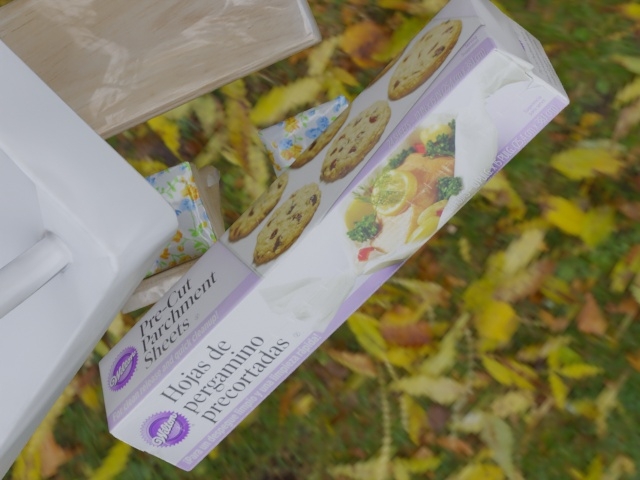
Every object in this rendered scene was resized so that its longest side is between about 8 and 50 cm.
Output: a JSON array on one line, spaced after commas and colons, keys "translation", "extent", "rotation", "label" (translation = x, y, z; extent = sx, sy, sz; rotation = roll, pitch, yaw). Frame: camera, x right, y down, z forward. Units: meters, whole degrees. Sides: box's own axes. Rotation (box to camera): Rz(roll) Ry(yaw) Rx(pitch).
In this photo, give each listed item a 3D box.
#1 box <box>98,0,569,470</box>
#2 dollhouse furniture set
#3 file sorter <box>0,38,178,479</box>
[{"translation": [0.000, 0.000, 1.012], "extent": [0.063, 0.067, 0.324], "rotation": [31, 116, -31], "label": "box"}, {"translation": [-0.203, -0.113, 1.269], "extent": [0.394, 0.256, 0.362], "rotation": [-23, 92, 19], "label": "dollhouse furniture set"}, {"translation": [-0.209, -0.008, 0.342], "extent": [0.277, 0.193, 0.173], "rotation": [44, 47, 4], "label": "file sorter"}]
